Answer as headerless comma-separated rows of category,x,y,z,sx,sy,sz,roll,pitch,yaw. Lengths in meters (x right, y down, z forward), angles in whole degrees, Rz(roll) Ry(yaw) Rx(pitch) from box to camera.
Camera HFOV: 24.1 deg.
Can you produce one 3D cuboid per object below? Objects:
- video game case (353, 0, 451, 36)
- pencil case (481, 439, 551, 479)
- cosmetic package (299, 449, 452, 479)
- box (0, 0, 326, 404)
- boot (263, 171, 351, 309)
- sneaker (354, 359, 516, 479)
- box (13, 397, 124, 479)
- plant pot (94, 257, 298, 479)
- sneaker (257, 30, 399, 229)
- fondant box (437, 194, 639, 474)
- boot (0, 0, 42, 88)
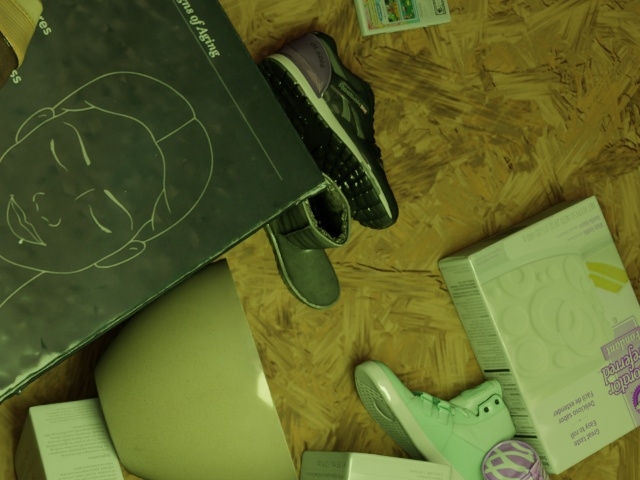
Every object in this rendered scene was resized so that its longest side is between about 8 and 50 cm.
video game case,0.106,-0.375,2.122,0.143,0.019,0.157,-13,90,-25
pencil case,0.290,0.361,2.048,0.086,0.088,0.206,-51,130,-21
cosmetic package,0.063,0.372,1.943,0.151,0.151,0.184,11,78,-23
box,-0.338,-0.129,1.734,0.471,0.297,0.480,-34,98,-23
boot,-0.001,0.002,1.923,0.076,0.208,0.190,-36,99,-23
sneaker,0.160,0.217,2.036,0.151,0.094,0.256,-47,114,-16
box,-0.292,0.294,1.764,0.091,0.130,0.170,-5,56,-26
plant pot,-0.158,0.183,1.778,0.191,0.284,0.284,-18,92,-5
sneaker,0.044,-0.154,2.025,0.124,0.107,0.283,-37,100,-30
fondant box,0.339,0.132,2.131,0.238,0.096,0.330,-25,96,-25
boot,-0.418,-0.227,1.501,0.248,0.090,0.207,39,67,-20
